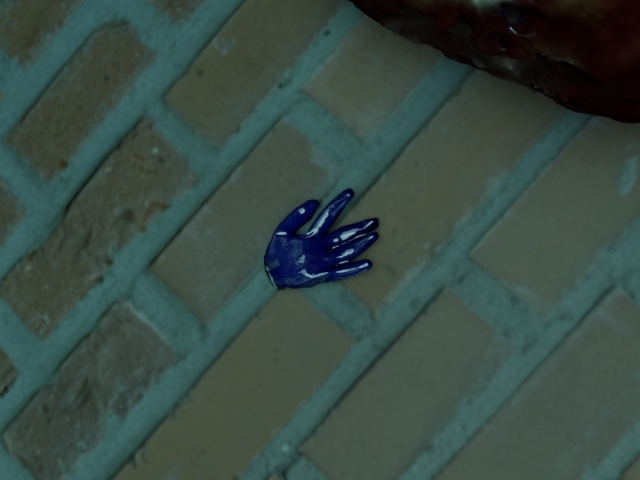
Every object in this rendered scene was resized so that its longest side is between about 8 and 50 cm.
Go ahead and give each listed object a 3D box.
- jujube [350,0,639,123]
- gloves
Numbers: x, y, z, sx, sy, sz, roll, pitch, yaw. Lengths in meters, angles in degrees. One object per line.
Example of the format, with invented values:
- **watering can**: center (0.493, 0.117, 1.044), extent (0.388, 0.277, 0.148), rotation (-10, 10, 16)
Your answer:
- **jujube**: center (0.149, -0.204, 0.524), extent (0.376, 0.258, 0.258), rotation (24, 90, 31)
- **gloves**: center (0.000, 0.000, 0.670), extent (0.086, 0.026, 0.064), rotation (-19, 76, 13)
